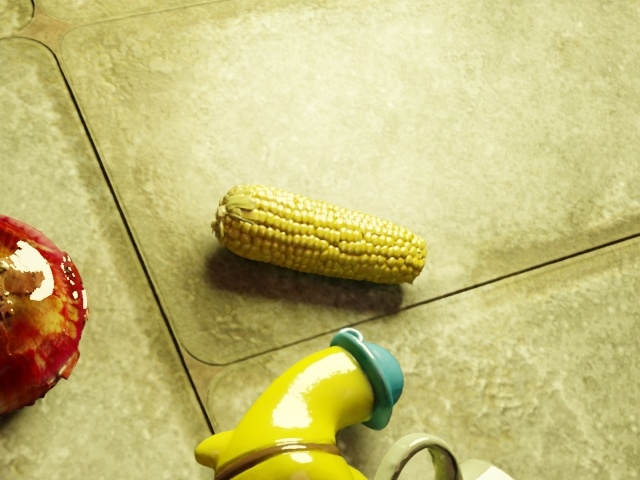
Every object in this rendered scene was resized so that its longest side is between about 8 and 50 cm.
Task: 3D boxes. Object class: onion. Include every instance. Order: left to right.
[{"bbox_3d":[-0.347,0.063,1.269,0.229,0.163,0.230,12,50,-14],"label":"onion"}]

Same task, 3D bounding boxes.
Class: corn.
[{"bbox_3d":[0.000,-0.003,1.466,0.260,0.091,0.091,15,42,-14],"label":"corn"}]

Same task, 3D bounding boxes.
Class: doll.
[{"bbox_3d":[-0.025,0.227,1.299,0.199,0.145,0.363,25,50,2],"label":"doll"}]

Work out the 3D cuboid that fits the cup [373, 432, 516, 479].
[{"bbox_3d":[0.105,0.329,1.236,0.234,0.186,0.258,-30,105,-24],"label":"cup"}]
